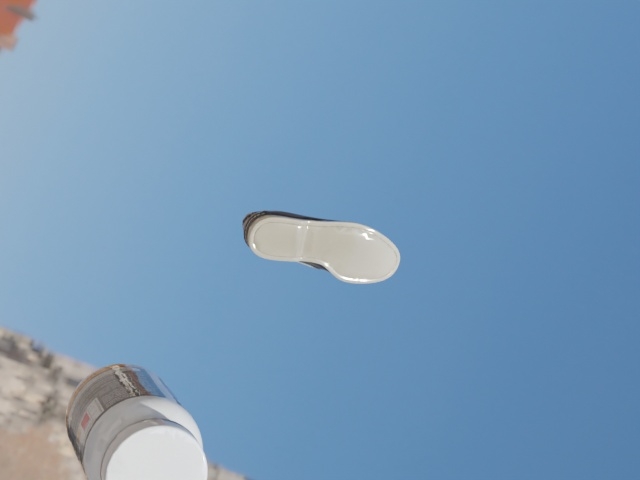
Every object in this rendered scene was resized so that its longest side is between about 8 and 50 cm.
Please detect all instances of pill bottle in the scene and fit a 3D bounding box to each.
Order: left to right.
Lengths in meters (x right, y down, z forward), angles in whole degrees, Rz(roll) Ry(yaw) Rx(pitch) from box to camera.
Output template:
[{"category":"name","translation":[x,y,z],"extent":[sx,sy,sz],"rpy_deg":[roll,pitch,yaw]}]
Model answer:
[{"category":"pill bottle","translation":[-0.247,0.272,1.707],"extent":[0.162,0.162,0.278],"rpy_deg":[-65,-160,1]}]

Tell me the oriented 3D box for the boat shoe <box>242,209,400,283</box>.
[{"category":"boat shoe","translation":[0.000,0.000,1.548],"extent":[0.065,0.206,0.075],"rpy_deg":[42,-63,62]}]
